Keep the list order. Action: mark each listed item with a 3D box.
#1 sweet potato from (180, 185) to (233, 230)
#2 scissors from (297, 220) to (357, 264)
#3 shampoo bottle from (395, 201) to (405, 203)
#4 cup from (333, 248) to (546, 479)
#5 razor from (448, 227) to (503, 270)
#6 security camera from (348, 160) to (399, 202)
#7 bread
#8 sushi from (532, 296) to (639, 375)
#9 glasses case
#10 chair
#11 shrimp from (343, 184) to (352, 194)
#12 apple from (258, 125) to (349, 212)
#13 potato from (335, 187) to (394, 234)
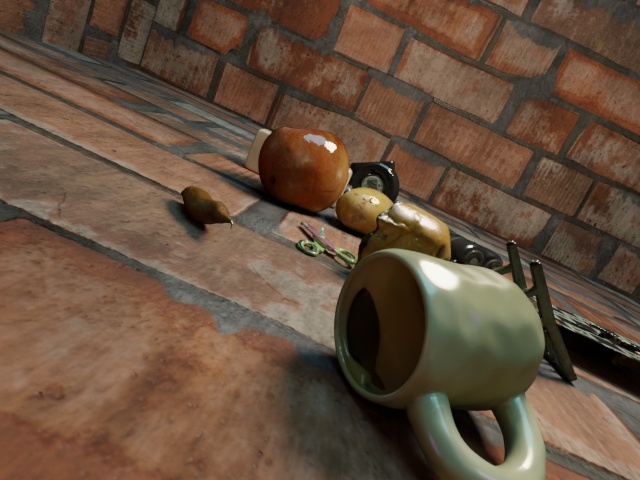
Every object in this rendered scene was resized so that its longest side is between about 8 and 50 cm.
[{"bbox_3d":[-0.197,-0.054,0.727,0.056,0.056,0.195,9,13,-45],"label":"sweet potato"},{"bbox_3d":[0.000,0.000,0.926,0.133,0.020,0.187,15,19,-19],"label":"scissors"},{"bbox_3d":[0.345,-0.095,1.654,0.085,0.085,0.244,18,17,-23],"label":"shampoo bottle"},{"bbox_3d":[0.157,0.125,0.463,0.202,0.173,0.255,14,18,-30],"label":"cup"},{"bbox_3d":[0.390,0.019,1.292,0.204,0.113,0.349,18,14,-26],"label":"razor"},{"bbox_3d":[0.224,-0.212,1.668,0.197,0.191,0.277,-1,6,16],"label":"security camera"},{"bbox_3d":[0.198,0.032,0.866,0.251,0.174,0.133,13,21,-50],"label":"bread"},{"bbox_3d":[0.712,0.269,1.059,0.359,0.064,0.343,26,11,7],"label":"sushi"},{"bbox_3d":[-0.071,-0.238,1.381,0.336,0.144,0.076,26,16,-2],"label":"glasses case"},{"bbox_3d":[0.374,0.156,0.832,0.136,0.147,0.270,-83,151,-72],"label":"chair"},{"bbox_3d":[0.056,-0.193,1.563,0.090,0.079,0.233,-24,33,-17],"label":"shrimp"},{"bbox_3d":[-0.048,-0.194,1.156,0.253,0.253,0.253,23,15,-7],"label":"apple"},{"bbox_3d":[0.149,-0.077,1.220,0.234,0.146,0.150,11,53,-43],"label":"potato"}]
